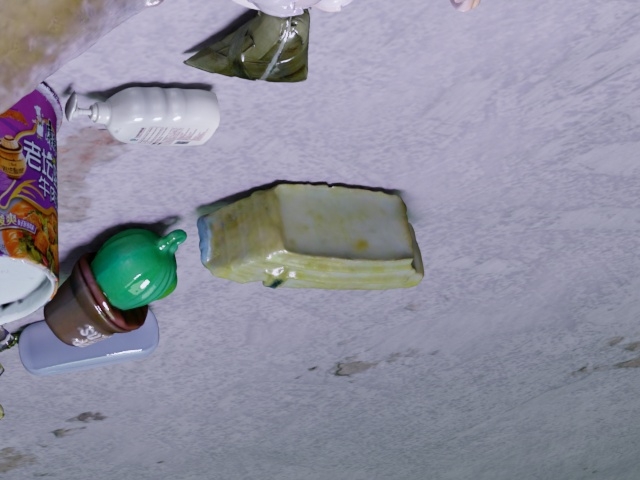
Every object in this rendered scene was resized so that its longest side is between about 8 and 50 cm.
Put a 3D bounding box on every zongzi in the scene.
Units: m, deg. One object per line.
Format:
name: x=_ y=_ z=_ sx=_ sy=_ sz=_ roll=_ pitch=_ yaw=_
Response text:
zongzi: x=-0.069 y=-0.188 z=1.637 sx=0.119 sy=0.055 sz=0.109 roll=2 pitch=154 yaw=-3

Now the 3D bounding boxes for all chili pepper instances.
chili pepper: x=-0.383 y=0.131 z=2.262 sx=0.083 sy=0.022 sz=0.027 roll=1 pitch=148 yaw=-26

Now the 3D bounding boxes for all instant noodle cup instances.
instant noodle cup: x=-0.358 y=-0.029 z=1.685 sx=0.251 sy=0.190 sz=0.251 roll=-10 pitch=157 yaw=-4

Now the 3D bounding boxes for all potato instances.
potato: x=-0.300 y=-0.215 z=1.417 sx=0.264 sy=0.211 sz=0.189 roll=-38 pitch=122 yaw=-18

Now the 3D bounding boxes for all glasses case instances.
glasses case: x=-0.293 y=0.126 z=2.234 sx=0.178 sy=0.067 sz=0.045 roll=-10 pitch=155 yaw=-3

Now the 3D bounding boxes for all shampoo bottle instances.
shampoo bottle: x=-0.180 y=-0.122 z=1.738 sx=0.152 sy=0.045 sz=0.077 roll=-1 pitch=157 yaw=-27

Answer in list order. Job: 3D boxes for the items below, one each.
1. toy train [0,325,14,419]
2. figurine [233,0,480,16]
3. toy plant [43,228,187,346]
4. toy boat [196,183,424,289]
toy train: x=-0.479 y=0.177 z=2.182 sx=0.177 sy=0.134 sz=0.261 roll=8 pitch=152 yaw=-12
figurine: x=0.016 y=-0.239 z=1.436 sx=0.236 sy=0.141 sz=0.162 roll=-6 pitch=152 yaw=-12
toy plant: x=-0.224 y=0.049 z=2.050 sx=0.200 sy=0.105 sz=0.143 roll=-32 pitch=160 yaw=16
toy boat: x=0.001 y=-0.003 z=2.016 sx=0.276 sy=0.111 sz=0.084 roll=4 pitch=148 yaw=-25
